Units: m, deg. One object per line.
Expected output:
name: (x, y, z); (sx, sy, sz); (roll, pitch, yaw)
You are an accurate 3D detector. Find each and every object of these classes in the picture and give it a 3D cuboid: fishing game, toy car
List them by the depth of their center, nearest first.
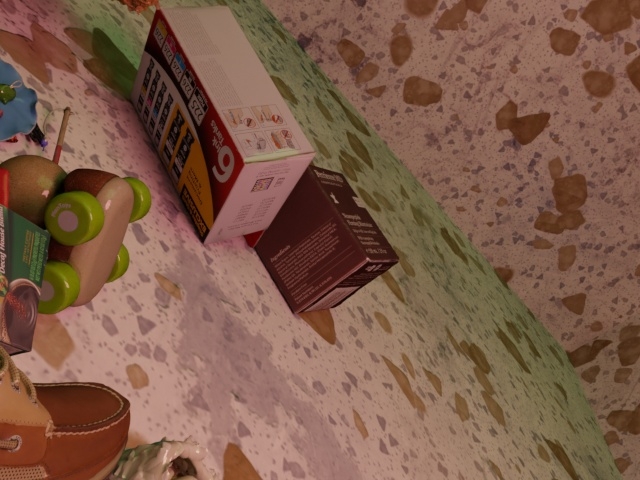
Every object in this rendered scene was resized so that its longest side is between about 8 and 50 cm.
toy car: (-0.302, -0.028, 0.740); (0.188, 0.149, 0.155); (24, 13, 2)
fishing game: (-0.413, -0.196, 0.831); (0.264, 0.041, 0.189); (33, 29, -32)

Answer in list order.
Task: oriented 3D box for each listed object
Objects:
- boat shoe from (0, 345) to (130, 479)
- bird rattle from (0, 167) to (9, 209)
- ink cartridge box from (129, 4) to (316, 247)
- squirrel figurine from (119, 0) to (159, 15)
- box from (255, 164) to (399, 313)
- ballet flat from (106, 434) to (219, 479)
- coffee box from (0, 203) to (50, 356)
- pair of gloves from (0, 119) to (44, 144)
boat shoe: (-0.250, 0.126, 0.479); (0.123, 0.120, 0.324); (19, 5, 25)
bird rattle: (-0.356, -0.005, 0.549); (0.253, 0.143, 0.207); (51, 14, -46)
ink cartridge box: (-0.177, -0.164, 1.121); (0.130, 0.272, 0.309); (-14, 64, -36)
squirrel figurine: (-0.365, -0.476, 0.971); (0.397, 0.281, 0.370); (14, 28, 6)
box: (0.000, 0.000, 1.249); (0.203, 0.167, 0.168); (58, 20, 14)
ballet flat: (-0.068, 0.343, 0.563); (0.409, 0.147, 0.147); (58, 20, 13)
coffee box: (-0.280, 0.009, 0.512); (0.184, 0.040, 0.113); (49, 34, -55)
pair of gloves: (-0.384, -0.148, 0.877); (0.074, 0.010, 0.083); (54, 18, 11)
